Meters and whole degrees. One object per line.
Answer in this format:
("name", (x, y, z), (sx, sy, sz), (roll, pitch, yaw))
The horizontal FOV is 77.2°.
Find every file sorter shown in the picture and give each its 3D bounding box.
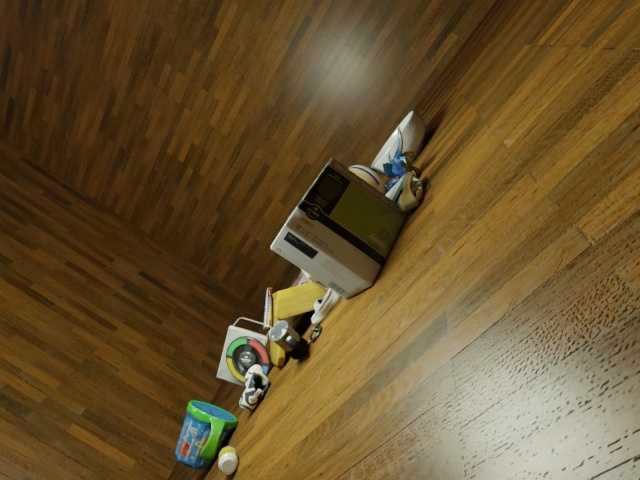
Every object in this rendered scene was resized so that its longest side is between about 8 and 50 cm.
("file sorter", (-0.372, 0.550, 2.004), (0.173, 0.192, 0.278), (-63, -11, -78))

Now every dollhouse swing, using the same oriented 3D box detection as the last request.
("dollhouse swing", (-0.097, 0.364, 1.809), (0.315, 0.305, 0.347), (-14, -8, -17))

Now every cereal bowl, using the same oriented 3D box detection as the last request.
("cereal bowl", (0.397, -0.450, 1.946), (0.339, 0.141, 0.339), (-55, 6, 8))

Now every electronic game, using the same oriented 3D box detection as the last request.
("electronic game", (-0.339, 0.559, 1.872), (0.229, 0.229, 0.048), (-54, -11, 16))

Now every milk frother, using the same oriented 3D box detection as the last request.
("milk frother", (-0.084, 0.335, 1.440), (0.129, 0.135, 0.143), (-4, 47, 42))

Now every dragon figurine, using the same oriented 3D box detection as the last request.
("dragon figurine", (0.299, -0.298, 1.585), (0.144, 0.289, 0.085), (1, 49, 36))

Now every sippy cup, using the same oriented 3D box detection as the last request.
("sippy cup", (-0.515, 0.856, 1.754), (0.305, 0.240, 0.224), (68, -137, -69))

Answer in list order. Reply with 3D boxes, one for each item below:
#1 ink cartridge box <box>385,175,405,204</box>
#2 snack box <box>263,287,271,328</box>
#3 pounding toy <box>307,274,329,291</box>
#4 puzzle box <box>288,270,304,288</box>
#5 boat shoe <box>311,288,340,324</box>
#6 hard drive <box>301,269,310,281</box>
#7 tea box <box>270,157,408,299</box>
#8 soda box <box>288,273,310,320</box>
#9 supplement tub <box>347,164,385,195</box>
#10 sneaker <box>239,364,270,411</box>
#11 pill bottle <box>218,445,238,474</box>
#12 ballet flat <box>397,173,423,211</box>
("ink cartridge box", (0.244, -0.106, 1.622), (0.333, 0.065, 0.165), (-47, 9, 51))
("snack box", (-0.241, 0.309, 1.822), (0.064, 0.022, 0.178), (121, 153, -65))
("pounding toy", (0.034, 0.088, 1.662), (0.206, 0.181, 0.094), (-58, 6, -28))
("puzzle box", (-0.149, 0.305, 2.676), (0.272, 0.052, 0.409), (-55, 5, 14))
("boat shoe", (0.009, 0.248, 1.537), (0.184, 0.063, 0.066), (-52, 6, 30))
("hard drive", (0.000, 0.000, 1.939), (0.047, 0.233, 0.353), (-12, 26, 47))
("tea box", (0.064, -0.036, 1.364), (0.324, 0.329, 0.220), (-57, 5, -27))
("soda box", (-0.117, 0.301, 2.181), (0.083, 0.092, 0.263), (-48, 9, 48))
("supplement tub", (0.123, -0.178, 1.880), (0.331, 0.241, 0.241), (-43, -2, -32))
("sneaker", (-0.260, 0.588, 1.701), (0.153, 0.094, 0.235), (-52, 6, 23))
("pill bottle", (-0.311, 0.743, 1.349), (0.065, 0.065, 0.116), (-57, 5, -18))
("ballet flat", (0.323, -0.172, 1.389), (0.073, 0.080, 0.232), (-19, 28, 30))
